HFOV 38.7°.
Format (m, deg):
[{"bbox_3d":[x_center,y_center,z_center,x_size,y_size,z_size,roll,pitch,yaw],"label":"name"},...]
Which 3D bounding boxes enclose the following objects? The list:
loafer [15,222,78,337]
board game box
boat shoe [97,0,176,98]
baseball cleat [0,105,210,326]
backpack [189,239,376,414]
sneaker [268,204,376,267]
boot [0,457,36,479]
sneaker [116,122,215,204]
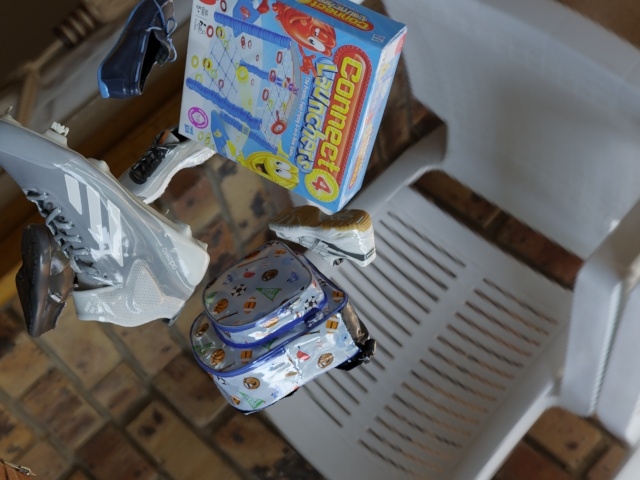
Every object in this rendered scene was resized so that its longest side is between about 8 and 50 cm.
[{"bbox_3d":[-0.320,0.052,1.104,0.080,0.078,0.220,68,151,21],"label":"loafer"},{"bbox_3d":[-0.055,-0.236,1.371,0.302,0.086,0.308,28,134,14],"label":"board game box"},{"bbox_3d":[-0.303,-0.335,1.613,0.089,0.258,0.109,10,148,13],"label":"boat shoe"},{"bbox_3d":[-0.172,-0.003,0.670,0.206,0.109,0.072,36,163,-30],"label":"baseball cleat"},{"bbox_3d":[-0.086,0.148,1.531,0.213,0.263,0.276,53,174,-29],"label":"backpack"},{"bbox_3d":[0.000,0.000,0.580,0.083,0.032,0.037,9,127,45],"label":"sneaker"},{"bbox_3d":[-0.478,0.265,1.169,0.220,0.109,0.283,27,-178,-38],"label":"boot"},{"bbox_3d":[-0.348,-0.175,1.952,0.100,0.271,0.108,43,167,30],"label":"sneaker"}]
